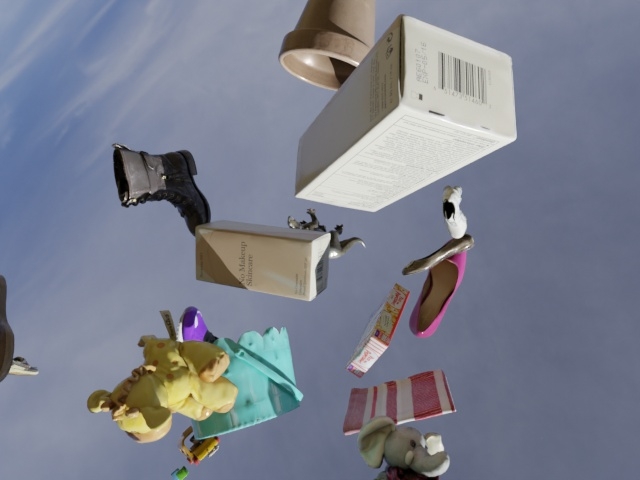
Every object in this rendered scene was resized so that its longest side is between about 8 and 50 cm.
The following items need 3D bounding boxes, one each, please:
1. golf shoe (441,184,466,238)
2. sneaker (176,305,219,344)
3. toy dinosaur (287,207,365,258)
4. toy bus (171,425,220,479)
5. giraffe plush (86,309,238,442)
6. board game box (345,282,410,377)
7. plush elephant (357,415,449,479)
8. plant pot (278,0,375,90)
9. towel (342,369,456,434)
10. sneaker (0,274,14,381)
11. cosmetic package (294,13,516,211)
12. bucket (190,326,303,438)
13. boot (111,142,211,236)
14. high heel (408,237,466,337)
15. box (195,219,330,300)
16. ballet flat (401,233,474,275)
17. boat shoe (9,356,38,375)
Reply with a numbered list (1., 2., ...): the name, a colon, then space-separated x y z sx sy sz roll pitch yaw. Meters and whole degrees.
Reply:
1. golf shoe: 0.381 -0.070 1.198 0.069 0.176 0.086 1 -145 35
2. sneaker: -0.306 0.319 1.163 0.145 0.102 0.294 -6 -75 6
3. toy dinosaur: 0.000 0.000 1.323 0.121 0.313 0.161 -38 -145 42
4. toy bus: -0.418 0.674 1.370 0.202 0.191 0.104 -42 -92 7
5. giraffe plush: -0.260 0.248 0.668 0.181 0.211 0.170 -22 -165 22
6. board game box: 0.138 0.212 0.980 0.045 0.147 0.193 32 -139 6
7. plush elephant: 0.212 0.560 0.947 0.330 0.271 0.256 -7 -111 63
8. plant pot: 0.041 -0.540 1.048 0.262 0.263 0.230 17 -84 33
9. towel: 0.237 0.495 1.269 0.328 0.237 0.037 -18 -86 12
10. sneaker: -0.519 0.130 0.615 0.066 0.071 0.189 -43 -120 19
11. cosmetic package: 0.089 -0.140 0.566 0.309 0.160 0.113 157 -61 -64
12. bucket: -0.181 0.323 0.940 0.280 0.281 0.183 -22 -107 18
13. boot: -0.403 -0.114 1.028 0.091 0.229 0.263 -11 -81 29
14. high heel: 0.414 0.156 1.393 0.127 0.181 0.378 21 -94 12
15. box: -0.142 0.040 0.997 0.310 0.121 0.148 6 -78 20
16. ballet flat: 0.370 0.043 1.313 0.249 0.084 0.058 -27 -87 8
17. boat shoe: -0.836 0.346 1.128 0.056 0.152 0.049 -1 -111 0
